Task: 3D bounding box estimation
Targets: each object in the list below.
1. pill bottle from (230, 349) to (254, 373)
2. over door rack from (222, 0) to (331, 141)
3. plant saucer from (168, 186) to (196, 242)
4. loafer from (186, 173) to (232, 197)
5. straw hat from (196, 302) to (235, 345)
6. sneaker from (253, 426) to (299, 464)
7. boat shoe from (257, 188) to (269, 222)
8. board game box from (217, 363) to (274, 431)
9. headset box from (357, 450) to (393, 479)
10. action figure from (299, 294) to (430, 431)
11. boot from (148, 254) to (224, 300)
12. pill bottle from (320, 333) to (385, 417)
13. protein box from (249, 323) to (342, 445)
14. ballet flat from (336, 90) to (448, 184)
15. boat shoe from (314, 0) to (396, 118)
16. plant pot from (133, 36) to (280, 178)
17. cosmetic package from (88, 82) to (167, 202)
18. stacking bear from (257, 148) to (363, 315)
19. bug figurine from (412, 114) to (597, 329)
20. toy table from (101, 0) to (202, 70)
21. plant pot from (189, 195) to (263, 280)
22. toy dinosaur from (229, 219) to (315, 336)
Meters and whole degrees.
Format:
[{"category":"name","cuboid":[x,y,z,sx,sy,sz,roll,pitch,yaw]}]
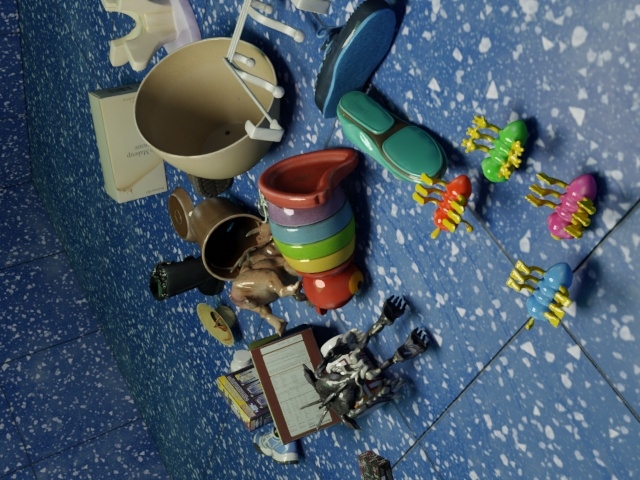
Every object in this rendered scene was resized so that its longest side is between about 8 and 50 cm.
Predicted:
[{"category":"pill bottle","cuboid":[-0.212,0.355,1.983,0.065,0.065,0.116,41,139,42]},{"category":"over door rack","cuboid":[-0.065,-0.333,1.210,0.324,0.108,0.239,-112,38,-51]},{"category":"plant saucer","cuboid":[-0.397,-0.070,2.092,0.168,0.029,0.168,36,135,45]},{"category":"loafer","cuboid":[-0.292,-0.276,1.683,0.130,0.134,0.365,39,138,43]},{"category":"straw hat","cuboid":[-0.268,0.214,2.002,0.144,0.061,0.144,32,144,28]},{"category":"sneaker","cuboid":[-0.112,0.527,1.921,0.211,0.080,0.081,-3,82,59]},{"category":"boat shoe","cuboid":[-0.079,-0.087,1.485,0.254,0.079,0.095,-9,99,61]},{"category":"board game box","cuboid":[-0.159,0.387,1.834,0.170,0.141,0.048,40,138,44]},{"category":"headset box","cuboid":[0.114,0.484,1.535,0.083,0.032,0.062,5,110,60]},{"category":"action figure","cuboid":[0.080,0.232,1.320,0.164,0.141,0.275,51,122,16]},{"category":"boot","cuboid":[-0.356,0.104,1.939,0.094,0.207,0.246,63,150,15]},{"category":"pill bottle","cuboid":[0.066,0.262,1.435,0.152,0.086,0.086,58,148,24]},{"category":"protein box","cuboid":[-0.055,0.296,1.547,0.200,0.136,0.201,145,105,-83]},{"category":"ballet flat","cuboid":[0.116,-0.146,1.139,0.247,0.083,0.087,47,167,37]},{"category":"boat shoe","cuboid":[0.031,-0.294,1.154,0.089,0.109,0.258,65,148,18]},{"category":"plant pot","cuboid":[-0.202,-0.232,1.461,0.284,0.284,0.191,53,173,30]},{"category":"cosmetic package","cuboid":[-0.549,-0.281,2.096,0.113,0.160,0.309,31,133,49]},{"category":"stacking bear","cuboid":[0.000,0.000,1.329,0.164,0.175,0.289,4,126,30]},{"category":"bug figurine","cuboid":[0.252,-0.030,0.950,0.279,0.072,0.216,49,133,33]},{"category":"toy table","cuboid":[-0.405,-0.511,1.717,0.274,0.161,0.252,55,147,29]},{"category":"plant pot","cuboid":[-0.222,-0.016,1.703,0.165,0.167,0.166,42,141,53]},{"category":"toy dinosaur","cuboid":[-0.120,0.080,1.487,0.200,0.296,0.127,23,120,17]}]
